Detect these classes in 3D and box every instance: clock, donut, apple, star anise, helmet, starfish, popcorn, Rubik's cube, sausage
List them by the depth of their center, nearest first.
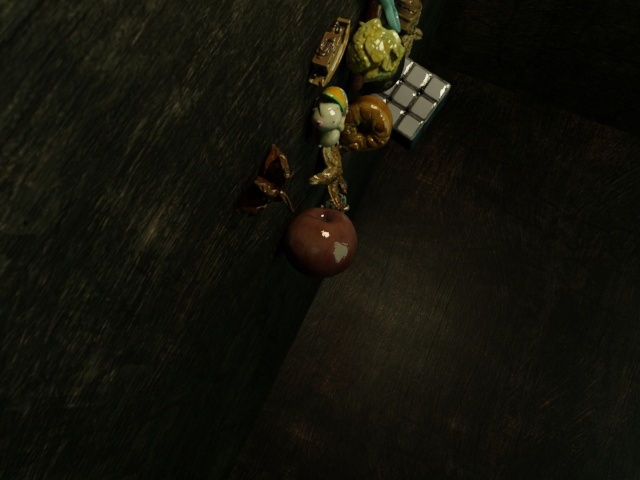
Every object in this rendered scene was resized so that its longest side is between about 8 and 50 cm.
[{"bbox_3d":[-0.127,-0.139,1.083,0.212,0.110,0.196,-32,139,-63],"label":"star anise"},{"bbox_3d":[0.024,-0.377,1.329,0.144,0.103,0.231,-62,168,-16],"label":"clock"},{"bbox_3d":[0.175,-0.612,1.379,0.167,0.185,0.188,-42,-161,42],"label":"popcorn"},{"bbox_3d":[0.156,-0.675,1.484,0.348,0.053,0.053,104,13,-46],"label":"sausage"},{"bbox_3d":[0.000,0.000,1.626,0.306,0.305,0.235,-52,152,-58],"label":"apple"},{"bbox_3d":[0.248,-0.697,1.641,0.279,0.160,0.230,-68,169,21],"label":"helmet"},{"bbox_3d":[0.172,-0.450,1.645,0.227,0.226,0.114,103,6,-51],"label":"donut"},{"bbox_3d":[0.053,-0.259,1.666,0.312,0.112,0.304,-30,118,-62],"label":"starfish"},{"bbox_3d":[0.394,-0.648,2.007,0.301,0.303,0.305,-54,175,10],"label":"Rubik's cube"},{"bbox_3d":[0.405,-0.971,2.099,0.324,0.082,0.432,-58,172,17],"label":"starfish"}]

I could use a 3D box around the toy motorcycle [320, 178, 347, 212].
[{"bbox_3d":[0.060,-0.190,2.041,0.094,0.129,0.230,-18,120,-51],"label":"toy motorcycle"}]

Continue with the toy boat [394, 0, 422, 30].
[{"bbox_3d":[0.348,-0.940,1.740,0.188,0.116,0.061,-57,172,-33],"label":"toy boat"}]

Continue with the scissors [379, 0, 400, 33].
[{"bbox_3d":[0.167,-0.756,1.243,0.447,0.029,0.193,-18,96,-67],"label":"scissors"}]

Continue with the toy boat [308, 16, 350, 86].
[{"bbox_3d":[0.027,-0.512,1.147,0.201,0.057,0.077,-65,165,-7],"label":"toy boat"}]
